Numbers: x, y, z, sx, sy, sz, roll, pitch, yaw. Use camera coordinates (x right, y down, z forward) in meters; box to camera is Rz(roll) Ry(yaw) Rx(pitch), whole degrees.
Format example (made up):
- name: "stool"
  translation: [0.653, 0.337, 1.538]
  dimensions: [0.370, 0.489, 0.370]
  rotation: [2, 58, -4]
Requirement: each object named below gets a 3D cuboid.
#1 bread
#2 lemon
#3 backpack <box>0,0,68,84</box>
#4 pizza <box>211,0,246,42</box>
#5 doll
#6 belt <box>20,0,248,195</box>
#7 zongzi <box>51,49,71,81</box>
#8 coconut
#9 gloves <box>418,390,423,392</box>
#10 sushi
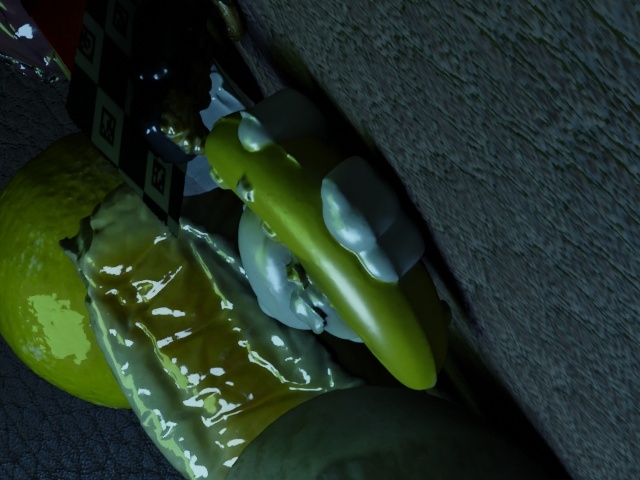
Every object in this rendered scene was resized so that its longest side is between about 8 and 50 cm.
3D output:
- name: "bread"
  translation: [-0.061, 0.098, 1.604]
  dimensions: [0.389, 0.236, 0.183]
  rotation: [59, -169, -2]
- name: "lemon"
  translation: [-0.215, 0.042, 2.075]
  dimensions: [0.364, 0.364, 0.364]
  rotation: [54, 174, 8]
- name: "backpack"
  translation: [-0.382, -0.321, 2.029]
  dimensions: [0.317, 0.197, 0.283]
  rotation: [55, 173, -12]
- name: "pizza"
  translation: [-0.069, -0.166, 1.278]
  dimensions: [0.037, 0.016, 0.083]
  rotation: [60, 177, 10]
- name: "doll"
  translation: [0.000, 0.000, 1.230]
  dimensions: [0.237, 0.111, 0.252]
  rotation: [31, 155, 42]
- name: "belt"
  translation: [-0.176, -0.181, 1.488]
  dimensions: [0.324, 0.115, 0.227]
  rotation: [56, -179, 22]
- name: "zongzi"
  translation: [-0.143, -0.109, 1.780]
  dimensions: [0.228, 0.115, 0.256]
  rotation: [44, 175, 41]
- name: "coconut"
  translation: [0.054, 0.260, 1.374]
  dimensions: [0.329, 0.329, 0.329]
  rotation: [54, 174, 8]
- name: "gloves"
  translation: [0.087, 0.238, 1.797]
  dimensions: [0.241, 0.126, 0.145]
  rotation: [43, 166, 20]
- name: "sushi"
  translation: [-0.107, -0.139, 1.265]
  dimensions: [0.192, 0.050, 0.215]
  rotation: [55, -144, -56]
